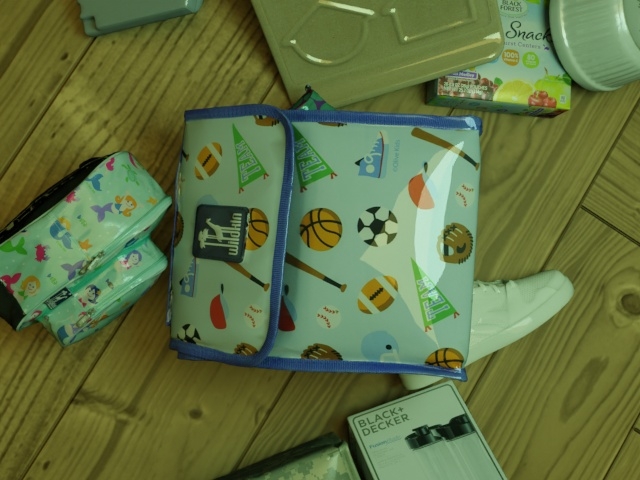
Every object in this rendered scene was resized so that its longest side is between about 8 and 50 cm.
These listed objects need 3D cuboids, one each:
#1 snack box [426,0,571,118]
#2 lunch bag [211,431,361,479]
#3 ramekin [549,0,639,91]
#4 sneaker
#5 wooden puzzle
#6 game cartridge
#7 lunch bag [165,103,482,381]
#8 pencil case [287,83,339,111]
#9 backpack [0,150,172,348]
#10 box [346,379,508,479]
[{"bbox_3d":[0.269,-0.284,1.272,0.207,0.070,0.175,6,85,-9],"label":"snack box"},{"bbox_3d":[-0.025,0.438,1.144,0.235,0.169,0.287,-21,86,-9],"label":"lunch bag"},{"bbox_3d":[0.443,-0.328,1.240,0.207,0.109,0.207,1,88,-37],"label":"ramekin"},{"bbox_3d":[0.214,0.075,1.227,0.292,0.108,0.169,-28,94,-8],"label":"sneaker"},{"bbox_3d":[0.060,-0.372,1.153,0.322,0.080,0.348,-16,123,10],"label":"wooden puzzle"},{"bbox_3d":[-0.257,-0.446,1.175,0.196,0.060,0.294,-8,89,20],"label":"game cartridge"},{"bbox_3d":[0.000,0.000,1.076,0.385,0.239,0.328,5,89,6],"label":"lunch bag"},{"bbox_3d":[0.020,-0.151,1.213,0.151,0.070,0.064,38,86,-17],"label":"pencil case"},{"bbox_3d":[-0.301,0.008,1.095,0.191,0.225,0.253,43,83,-6],"label":"backpack"},{"bbox_3d":[0.160,0.344,1.129,0.169,0.087,0.290,-17,46,-8],"label":"box"}]
